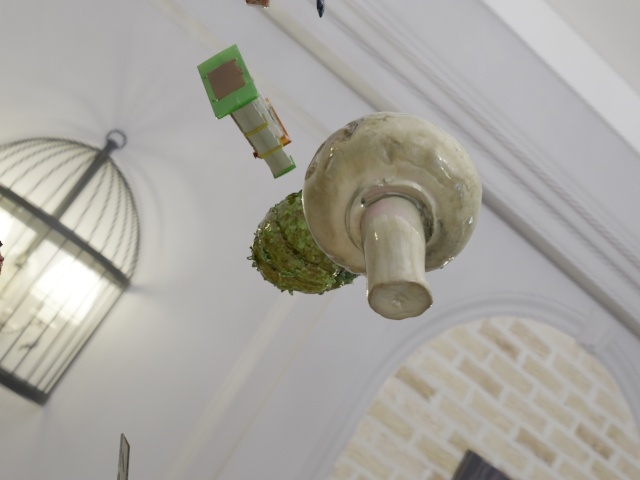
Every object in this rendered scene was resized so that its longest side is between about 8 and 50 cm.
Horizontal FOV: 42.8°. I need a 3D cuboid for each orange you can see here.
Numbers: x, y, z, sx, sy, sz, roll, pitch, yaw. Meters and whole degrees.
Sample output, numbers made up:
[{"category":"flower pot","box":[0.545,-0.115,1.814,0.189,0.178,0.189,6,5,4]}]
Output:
[{"category":"orange","box":[0.000,0.000,1.777,0.223,0.300,0.301,57,10,14]}]

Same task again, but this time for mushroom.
[{"category":"mushroom","box":[0.137,-0.042,1.423,0.315,0.315,0.356,116,-48,-73]}]

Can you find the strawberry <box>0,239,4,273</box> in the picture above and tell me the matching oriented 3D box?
[{"category":"strawberry","box":[-0.559,0.038,1.249,0.145,0.145,0.086,40,-6,-22]}]

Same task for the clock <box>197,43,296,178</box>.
[{"category":"clock","box":[-0.161,-0.285,1.898,0.255,0.106,0.219,56,7,-45]}]

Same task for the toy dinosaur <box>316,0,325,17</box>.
[{"category":"toy dinosaur","box":[0.039,-0.532,1.337,0.077,0.362,0.147,12,3,6]}]

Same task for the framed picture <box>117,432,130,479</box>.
[{"category":"framed picture","box":[-0.328,0.374,1.360,0.007,0.089,0.066,-3,-32,-2]}]

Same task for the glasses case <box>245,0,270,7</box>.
[{"category":"glasses case","box":[-0.112,-0.579,1.628,0.049,0.218,0.075,7,12,-4]}]
